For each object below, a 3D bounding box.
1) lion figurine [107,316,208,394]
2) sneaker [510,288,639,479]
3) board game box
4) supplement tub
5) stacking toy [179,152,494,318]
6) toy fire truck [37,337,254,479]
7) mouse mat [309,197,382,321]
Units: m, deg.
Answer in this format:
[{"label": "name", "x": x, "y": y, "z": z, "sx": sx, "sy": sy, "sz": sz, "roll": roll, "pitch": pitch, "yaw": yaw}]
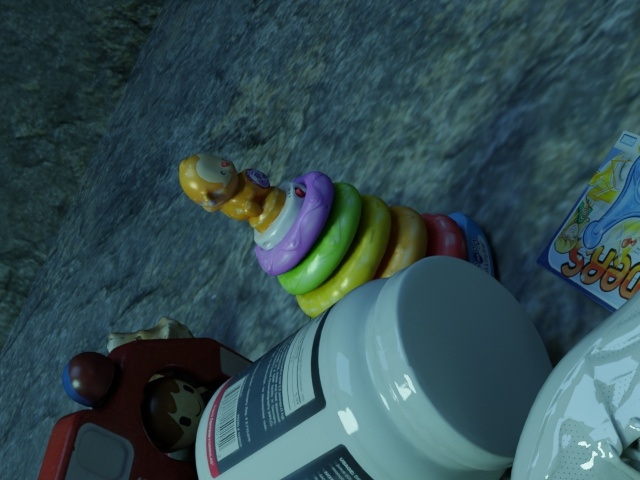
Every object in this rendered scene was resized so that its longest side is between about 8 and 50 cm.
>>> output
[{"label": "lion figurine", "x": -0.160, "y": 0.232, "z": 1.341, "sx": 0.392, "sy": 0.142, "sz": 0.240, "roll": 15, "pitch": 67, "yaw": 52}, {"label": "sneaker", "x": 0.231, "y": 0.097, "z": 0.678, "sx": 0.292, "sy": 0.108, "sz": 0.169, "roll": -57, "pitch": 11, "yaw": 5}, {"label": "board game box", "x": 0.259, "y": -0.001, "z": 0.854, "sx": 0.136, "sy": 0.035, "sz": 0.201, "roll": -57, "pitch": 23, "yaw": 5}, {"label": "supplement tub", "x": 0.039, "y": 0.148, "z": 0.924, "sx": 0.272, "sy": 0.191, "sz": 0.191, "roll": -38, "pitch": 31, "yaw": 40}, {"label": "stacking toy", "x": 0.000, "y": 0.000, "z": 1.037, "sx": 0.166, "sy": 0.302, "sz": 0.175, "roll": -45, "pitch": 25, "yaw": 31}, {"label": "toy fire truck", "x": -0.143, "y": 0.222, "z": 1.045, "sx": 0.169, "sy": 0.254, "sz": 0.302, "roll": -22, "pitch": 46, "yaw": 40}, {"label": "mouse mat", "x": 0.023, "y": 0.057, "z": 1.271, "sx": 0.152, "sy": 0.007, "sz": 0.190, "roll": -46, "pitch": 24, "yaw": 48}]
